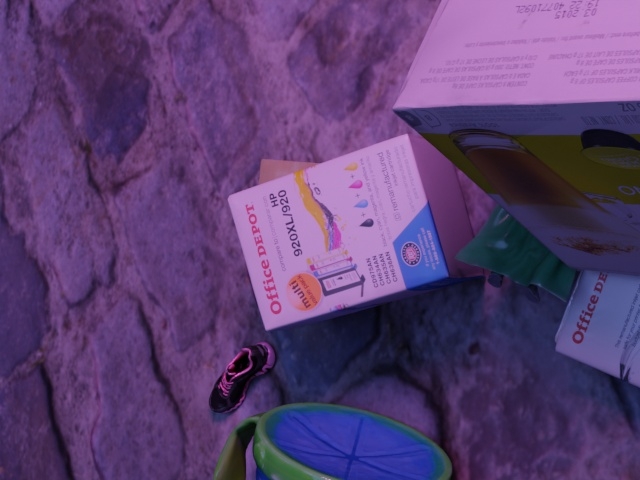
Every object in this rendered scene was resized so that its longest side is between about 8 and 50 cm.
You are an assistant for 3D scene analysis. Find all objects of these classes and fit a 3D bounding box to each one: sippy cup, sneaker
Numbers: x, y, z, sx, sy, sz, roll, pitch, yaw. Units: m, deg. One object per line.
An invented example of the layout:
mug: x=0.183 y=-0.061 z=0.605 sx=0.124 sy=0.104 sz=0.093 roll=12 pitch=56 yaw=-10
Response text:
sippy cup: x=0.016 y=0.336 z=1.514 sx=0.305 sy=0.240 sz=0.224 roll=-135 pitch=55 yaw=-66
sneaker: x=-0.112 y=0.177 z=1.687 sx=0.047 sy=0.057 sz=0.119 roll=46 pitch=109 yaw=23

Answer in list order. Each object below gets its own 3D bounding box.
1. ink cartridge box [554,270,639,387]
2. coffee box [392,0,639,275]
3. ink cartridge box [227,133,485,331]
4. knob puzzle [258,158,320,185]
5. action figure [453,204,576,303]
ink cartridge box: x=0.377 y=0.088 z=1.392 sx=0.208 sy=0.087 sz=0.153 roll=24 pitch=97 yaw=30
coffee box: x=0.342 y=-0.175 z=1.204 sx=0.337 sy=0.334 sz=0.338 roll=6 pitch=66 yaw=48
ink cartridge box: x=0.043 y=-0.006 z=1.526 sx=0.232 sy=0.168 sz=0.171 roll=-18 pitch=84 yaw=21
knob puzzle: x=0.000 y=0.000 z=1.649 sx=0.213 sy=0.030 sz=0.213 roll=0 pitch=89 yaw=21
action figure: x=0.265 y=-0.043 z=1.445 sx=0.137 sy=0.063 sz=0.232 roll=24 pitch=70 yaw=25
